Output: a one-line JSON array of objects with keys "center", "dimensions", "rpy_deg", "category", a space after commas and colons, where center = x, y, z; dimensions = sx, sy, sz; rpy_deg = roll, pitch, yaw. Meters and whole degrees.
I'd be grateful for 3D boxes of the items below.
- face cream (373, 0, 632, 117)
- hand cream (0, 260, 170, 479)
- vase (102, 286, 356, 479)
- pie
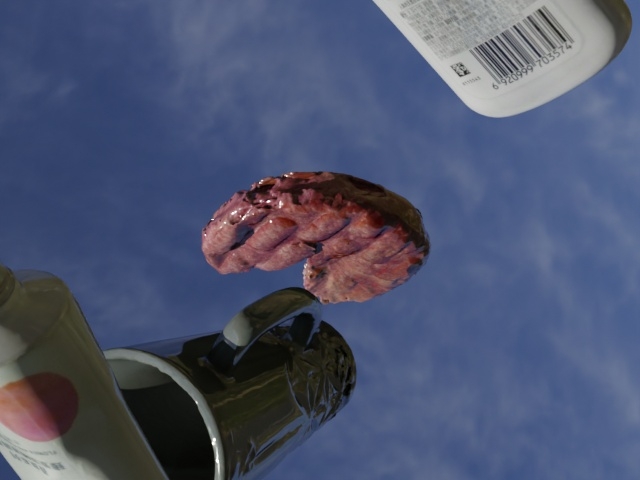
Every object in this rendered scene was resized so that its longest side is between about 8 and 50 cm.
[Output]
[{"center": [0.073, -0.208, 0.769], "dimensions": [0.291, 0.144, 0.071], "rpy_deg": [43, -134, -21], "category": "face cream"}, {"center": [-0.134, 0.135, 0.666], "dimensions": [0.078, 0.124, 0.340], "rpy_deg": [-54, -41, -38], "category": "hand cream"}, {"center": [-0.071, 0.130, 0.951], "dimensions": [0.156, 0.251, 0.301], "rpy_deg": [43, -157, 16], "category": "vase"}, {"center": [0.000, 0.000, 1.130], "dimensions": [0.219, 0.204, 0.054], "rpy_deg": [26, -127, -38], "category": "pie"}]
